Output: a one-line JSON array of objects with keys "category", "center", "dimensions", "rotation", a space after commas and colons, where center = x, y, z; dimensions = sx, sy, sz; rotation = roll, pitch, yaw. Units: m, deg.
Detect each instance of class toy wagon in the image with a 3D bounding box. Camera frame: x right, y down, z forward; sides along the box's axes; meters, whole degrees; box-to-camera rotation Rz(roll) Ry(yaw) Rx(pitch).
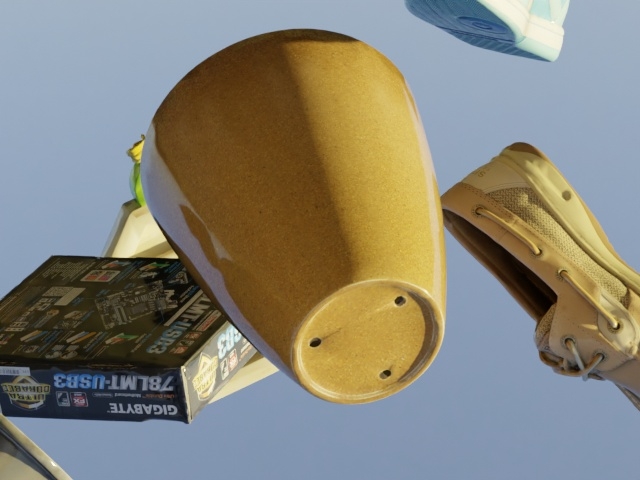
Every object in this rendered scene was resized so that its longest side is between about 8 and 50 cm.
[{"category": "toy wagon", "center": [-0.144, 0.020, 2.306], "dimensions": [0.267, 0.344, 0.068], "rotation": [-25, -157, -12]}]

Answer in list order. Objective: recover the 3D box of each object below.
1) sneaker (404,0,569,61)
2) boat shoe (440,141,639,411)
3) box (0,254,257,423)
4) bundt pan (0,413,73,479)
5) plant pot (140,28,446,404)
[{"category": "sneaker", "center": [0.183, -0.304, 1.955], "dimensions": [0.127, 0.208, 0.319], "rotation": [15, -179, 18]}, {"category": "boat shoe", "center": [0.235, 0.074, 1.724], "dimensions": [0.110, 0.121, 0.341], "rotation": [-34, -106, -19]}, {"category": "box", "center": [-0.215, 0.099, 2.072], "dimensions": [0.293, 0.073, 0.295], "rotation": [2, -158, 20]}, {"category": "bundt pan", "center": [-0.300, 0.176, 1.511], "dimensions": [0.124, 0.331, 0.331], "rotation": [-49, -144, -13]}, {"category": "plant pot", "center": [0.000, 0.000, 1.506], "dimensions": [0.237, 0.237, 0.254], "rotation": [-10, -143, -11]}]
